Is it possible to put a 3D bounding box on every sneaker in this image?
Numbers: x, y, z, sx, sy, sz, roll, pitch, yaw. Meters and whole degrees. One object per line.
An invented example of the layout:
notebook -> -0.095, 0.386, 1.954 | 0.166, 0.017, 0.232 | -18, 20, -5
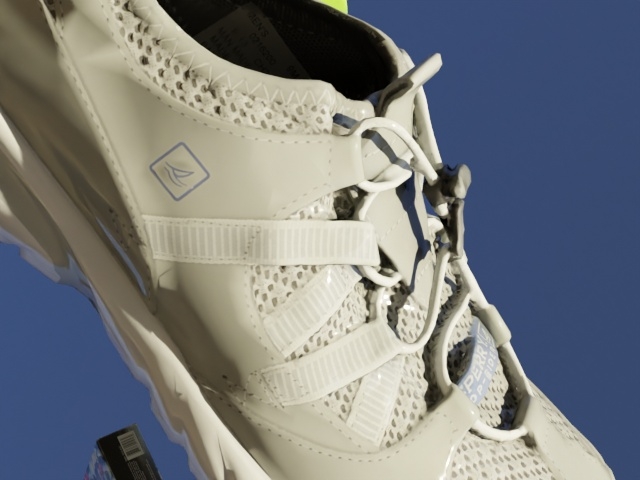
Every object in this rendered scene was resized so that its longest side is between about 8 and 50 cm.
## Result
sneaker -> 0.000, 0.000, 0.445 | 0.115, 0.281, 0.105 | -36, -160, 27

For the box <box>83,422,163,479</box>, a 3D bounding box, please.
box -> -0.094, 0.181, 0.922 | 0.027, 0.094, 0.137 | -21, -106, -20

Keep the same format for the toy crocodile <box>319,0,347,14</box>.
toy crocodile -> -0.113, -0.129, 0.713 | 0.115, 0.341, 0.105 | 32, -70, 32
